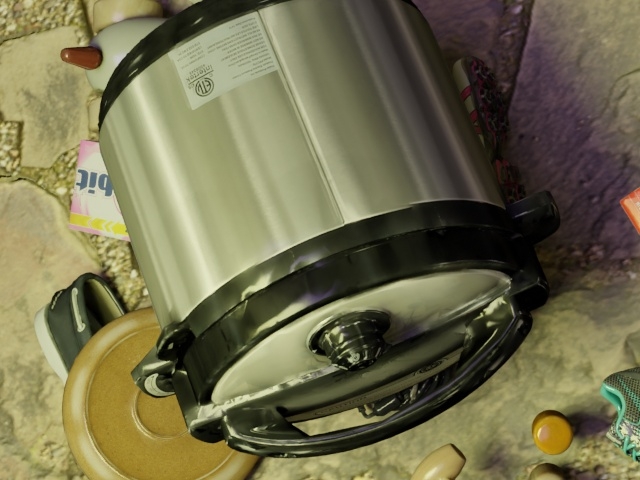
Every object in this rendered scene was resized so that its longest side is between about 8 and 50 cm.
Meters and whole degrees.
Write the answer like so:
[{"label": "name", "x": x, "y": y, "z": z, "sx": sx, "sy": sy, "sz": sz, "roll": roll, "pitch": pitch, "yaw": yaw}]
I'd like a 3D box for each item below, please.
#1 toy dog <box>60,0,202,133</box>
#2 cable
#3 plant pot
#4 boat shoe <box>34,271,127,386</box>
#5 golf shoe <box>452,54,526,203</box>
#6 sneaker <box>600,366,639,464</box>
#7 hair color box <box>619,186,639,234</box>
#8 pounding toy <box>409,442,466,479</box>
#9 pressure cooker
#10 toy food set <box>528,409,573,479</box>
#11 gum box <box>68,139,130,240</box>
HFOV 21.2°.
[{"label": "toy dog", "x": -0.153, "y": -0.212, "z": 1.908, "sx": 0.334, "sy": 0.161, "sz": 0.220, "roll": -25, "pitch": 79, "yaw": 26}, {"label": "cable", "x": 0.068, "y": 0.093, "z": 1.854, "sx": 0.151, "sy": 0.047, "sz": 0.184, "roll": -27, "pitch": 77, "yaw": 25}, {"label": "plant pot", "x": -0.172, "y": 0.186, "z": 1.917, "sx": 0.236, "sy": 0.032, "sz": 0.236, "roll": 1, "pitch": 78, "yaw": -4}, {"label": "boat shoe", "x": -0.230, "y": 0.175, "z": 1.975, "sx": 0.091, "sy": 0.114, "sz": 0.302, "roll": -43, "pitch": 72, "yaw": 27}, {"label": "golf shoe", "x": 0.156, "y": -0.101, "z": 1.796, "sx": 0.086, "sy": 0.067, "sz": 0.186, "roll": -13, "pitch": 84, "yaw": 28}, {"label": "sneaker", "x": 0.320, "y": 0.198, "z": 1.682, "sx": 0.076, "sy": 0.065, "sz": 0.166, "roll": -8, "pitch": 58, "yaw": -5}, {"label": "hair color box", "x": 0.383, "y": -0.064, "z": 1.662, "sx": 0.167, "sy": 0.093, "sz": 0.053, "roll": -35, "pitch": 74, "yaw": 23}, {"label": "pounding toy", "x": 0.146, "y": 0.355, "z": 1.723, "sx": 0.154, "sy": 0.155, "sz": 0.269, "roll": -38, "pitch": 78, "yaw": 17}, {"label": "pressure cooker", "x": -0.003, "y": -0.001, "z": 1.667, "sx": 0.370, "sy": 0.376, "sz": 0.420, "roll": -45, "pitch": 58, "yaw": 43}, {"label": "toy food set", "x": 0.286, "y": 0.279, "z": 1.729, "sx": 0.232, "sy": 0.104, "sz": 0.111, "roll": 41, "pitch": 95, "yaw": 3}, {"label": "gum box", "x": -0.194, "y": -0.050, "z": 1.984, "sx": 0.188, "sy": 0.062, "sz": 0.107, "roll": 11, "pitch": 95, "yaw": 28}]
